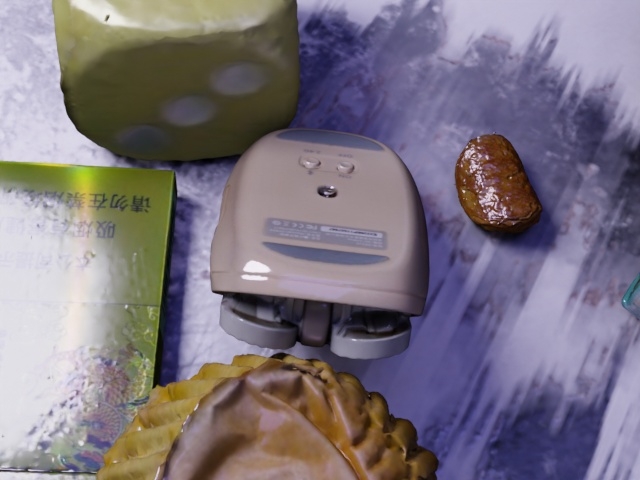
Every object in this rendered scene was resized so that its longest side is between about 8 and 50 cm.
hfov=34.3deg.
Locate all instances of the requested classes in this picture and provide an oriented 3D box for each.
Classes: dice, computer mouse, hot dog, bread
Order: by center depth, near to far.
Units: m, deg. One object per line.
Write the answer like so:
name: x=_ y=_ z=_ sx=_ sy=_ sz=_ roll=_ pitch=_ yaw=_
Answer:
bread: x=-0.017 y=0.176 z=0.603 sx=0.240 sy=0.139 sz=0.239 roll=8 pitch=66 yaw=-20
computer mouse: x=0.000 y=0.000 z=0.708 sx=0.145 sy=0.081 sz=0.236 roll=6 pitch=31 yaw=-4
dice: x=-0.106 y=-0.169 z=0.775 sx=0.170 sy=0.166 sz=0.169 roll=-3 pitch=62 yaw=-5
hot dog: x=0.136 y=-0.041 z=0.796 sx=0.058 sy=0.035 sz=0.083 roll=-13 pitch=64 yaw=-10

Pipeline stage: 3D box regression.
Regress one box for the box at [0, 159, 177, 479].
box: x=-0.195 y=0.088 z=0.705 sx=0.173 sy=0.043 sz=0.311 roll=3 pitch=63 yaw=-2

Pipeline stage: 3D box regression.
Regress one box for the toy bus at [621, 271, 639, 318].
toy bus: x=0.340 y=0.081 z=0.708 sx=0.262 sy=0.109 sz=0.091 roll=35 pitch=72 yaw=16
